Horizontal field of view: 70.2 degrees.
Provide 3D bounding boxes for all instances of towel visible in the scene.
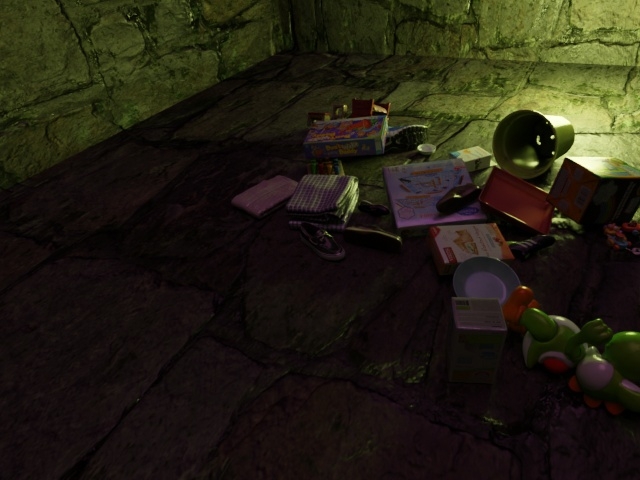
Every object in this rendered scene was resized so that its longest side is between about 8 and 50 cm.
[{"bbox_3d":[-0.212,-0.191,1.921,0.187,0.049,0.282,27,48,38],"label":"towel"},{"bbox_3d":[0.010,-0.160,1.783,0.235,0.121,0.283,5,38,17],"label":"towel"}]

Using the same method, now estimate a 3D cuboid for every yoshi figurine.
[{"bbox_3d":[0.635,0.237,1.093,0.204,0.202,0.362,-20,41,-28],"label":"yoshi figurine"}]

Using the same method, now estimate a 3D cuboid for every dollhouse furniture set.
[{"bbox_3d":[0.142,-0.649,2.347,0.374,0.152,0.201,13,16,29],"label":"dollhouse furniture set"}]

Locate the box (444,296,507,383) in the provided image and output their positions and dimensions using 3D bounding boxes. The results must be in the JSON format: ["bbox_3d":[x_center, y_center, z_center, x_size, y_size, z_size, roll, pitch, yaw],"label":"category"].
[{"bbox_3d":[0.371,0.245,1.107,0.114,0.203,0.103,1,38,7],"label":"box"}]

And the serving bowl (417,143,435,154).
[{"bbox_3d":[0.497,-0.423,2.136,0.084,0.027,0.083,-5,36,4],"label":"serving bowl"}]

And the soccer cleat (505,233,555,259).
[{"bbox_3d":[0.676,0.027,1.483,0.179,0.060,0.072,-10,46,6],"label":"soccer cleat"}]

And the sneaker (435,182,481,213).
[{"bbox_3d":[0.477,-0.152,1.618,0.189,0.066,0.071,-20,37,-17],"label":"sneaker"}]

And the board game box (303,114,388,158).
[{"bbox_3d":[0.119,-0.467,2.056,0.348,0.078,0.233,-1,38,15],"label":"board game box"}]

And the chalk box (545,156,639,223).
[{"bbox_3d":[0.983,-0.175,1.577,0.289,0.180,0.179,-2,34,-17],"label":"chalk box"}]

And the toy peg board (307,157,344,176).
[{"bbox_3d":[0.019,-0.342,2.061,0.161,0.079,0.161,-7,37,0],"label":"toy peg board"}]

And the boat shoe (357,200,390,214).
[{"bbox_3d":[0.206,-0.118,1.758,0.133,0.048,0.042,19,49,34],"label":"boat shoe"}]

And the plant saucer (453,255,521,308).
[{"bbox_3d":[0.485,0.139,1.339,0.195,0.037,0.194,-1,59,1],"label":"plant saucer"}]

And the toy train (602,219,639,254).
[{"bbox_3d":[1.006,-0.023,1.499,0.125,0.046,0.166,10,39,22],"label":"toy train"}]

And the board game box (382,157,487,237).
[{"bbox_3d":[0.413,-0.165,1.705,0.319,0.065,0.317,-6,52,1],"label":"board game box"}]

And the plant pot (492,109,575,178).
[{"bbox_3d":[0.908,-0.414,1.895,0.254,0.275,0.276,-18,36,-35],"label":"plant pot"}]

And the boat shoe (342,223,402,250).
[{"bbox_3d":[0.188,-0.022,1.602,0.224,0.080,0.073,10,45,29],"label":"boat shoe"}]

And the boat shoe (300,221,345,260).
[{"bbox_3d":[0.000,0.000,1.609,0.078,0.070,0.219,-32,43,-30],"label":"boat shoe"}]

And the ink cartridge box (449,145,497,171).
[{"bbox_3d":[0.668,-0.356,1.990,0.182,0.061,0.104,-15,37,-12],"label":"ink cartridge box"}]

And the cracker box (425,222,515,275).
[{"bbox_3d":[0.472,0.025,1.454,0.233,0.067,0.155,-4,49,-9],"label":"cracker box"}]

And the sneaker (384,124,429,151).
[{"bbox_3d":[0.359,-0.510,2.193,0.330,0.129,0.147,-7,39,0],"label":"sneaker"}]

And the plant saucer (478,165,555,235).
[{"bbox_3d":[0.705,-0.137,1.642,0.259,0.047,0.259,30,47,10],"label":"plant saucer"}]
